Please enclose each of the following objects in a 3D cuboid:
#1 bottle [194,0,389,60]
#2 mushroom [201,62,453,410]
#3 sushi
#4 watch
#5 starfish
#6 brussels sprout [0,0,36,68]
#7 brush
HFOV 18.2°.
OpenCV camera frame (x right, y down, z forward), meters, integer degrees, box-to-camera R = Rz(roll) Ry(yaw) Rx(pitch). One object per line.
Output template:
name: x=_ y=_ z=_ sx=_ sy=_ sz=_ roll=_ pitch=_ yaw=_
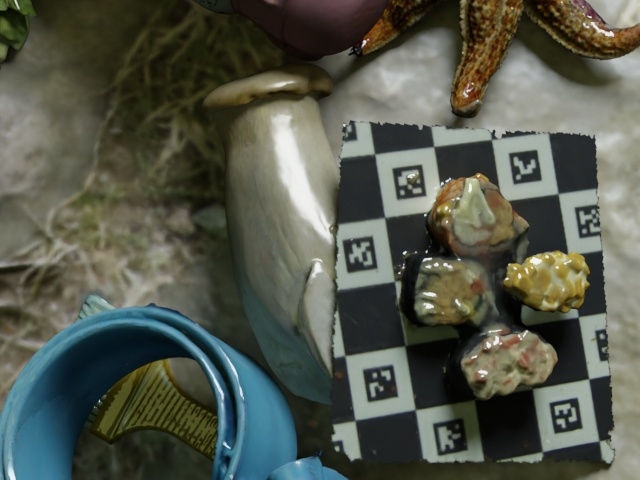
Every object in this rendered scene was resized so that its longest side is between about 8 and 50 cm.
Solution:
bottle: x=-0.066 y=-0.211 z=1.259 sx=0.253 sy=0.120 sz=0.120 roll=39 pitch=93 yaw=16
mushroom: x=-0.006 y=0.008 z=1.256 sx=0.108 sy=0.096 sz=0.247 roll=-29 pitch=78 yaw=30
sushi: x=0.102 y=0.031 z=1.216 sx=0.193 sy=0.040 sz=0.210 roll=2 pitch=84 yaw=-20
watch: x=-0.091 y=0.136 z=1.220 sx=0.211 sy=0.211 sz=0.193 roll=-33 pitch=65 yaw=6
starfish: x=0.116 y=-0.187 z=1.265 sx=0.238 sy=0.057 sz=0.213 roll=-44 pitch=80 yaw=4
brussels sprout: x=-0.276 y=-0.144 z=1.318 sx=0.181 sy=0.100 sz=0.139 roll=40 pitch=110 yaw=-6
brush: x=-0.078 y=0.121 z=1.302 sx=0.218 sy=0.010 sz=0.082 roll=29 pitch=91 yaw=10
